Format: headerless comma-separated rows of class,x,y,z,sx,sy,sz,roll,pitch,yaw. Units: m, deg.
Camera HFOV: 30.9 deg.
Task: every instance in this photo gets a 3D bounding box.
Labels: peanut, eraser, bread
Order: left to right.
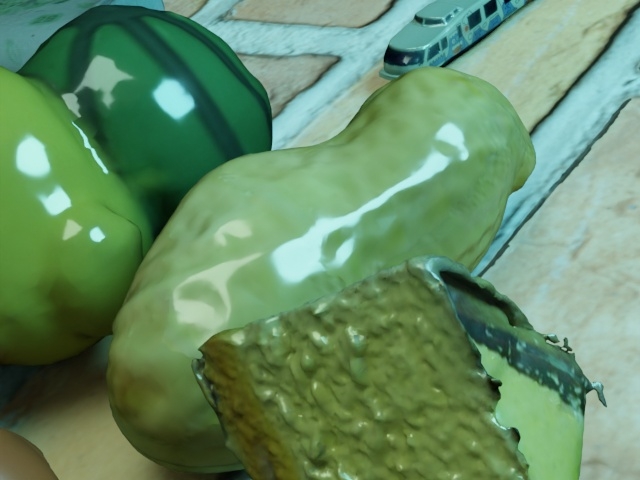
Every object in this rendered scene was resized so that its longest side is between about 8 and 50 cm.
eraser,-0.284,-0.189,1.108,0.227,0.081,0.174,1,37,25
peanut,0.000,0.000,0.666,0.148,0.147,0.319,20,52,42
bread,0.028,0.088,0.499,0.147,0.152,0.127,-28,26,33

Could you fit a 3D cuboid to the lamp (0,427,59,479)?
lamp,-0.176,0.167,0.476,0.188,0.163,0.187,-24,-8,-3

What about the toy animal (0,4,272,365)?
toy animal,-0.177,-0.032,0.733,0.216,0.191,0.338,7,42,49

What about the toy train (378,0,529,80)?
toy train,0.123,-0.190,0.967,0.043,0.047,0.207,17,45,41
